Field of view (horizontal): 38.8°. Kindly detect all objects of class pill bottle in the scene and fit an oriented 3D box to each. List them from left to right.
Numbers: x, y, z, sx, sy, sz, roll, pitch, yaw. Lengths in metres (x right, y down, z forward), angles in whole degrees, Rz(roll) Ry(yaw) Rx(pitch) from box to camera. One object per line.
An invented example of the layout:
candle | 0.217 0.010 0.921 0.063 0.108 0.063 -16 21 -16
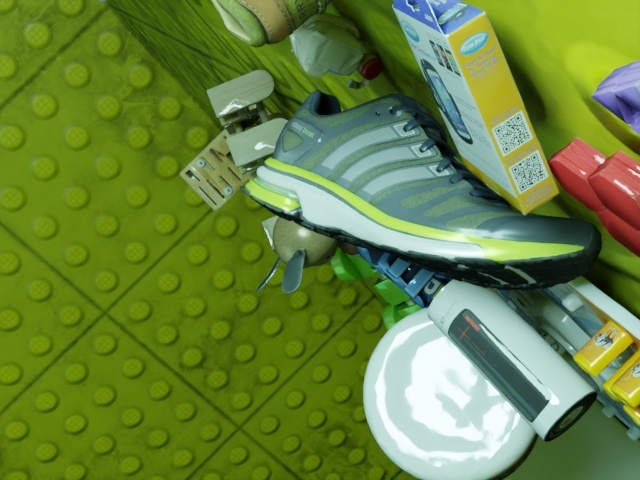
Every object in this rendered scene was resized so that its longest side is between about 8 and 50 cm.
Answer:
pill bottle | 0.143 0.165 0.914 0.162 0.162 0.278 45 179 20

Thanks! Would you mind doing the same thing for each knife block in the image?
knife block | -0.170 -0.139 1.623 0.088 0.276 0.242 46 147 -9

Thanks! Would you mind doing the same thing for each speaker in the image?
speaker | 0.145 0.086 0.702 0.136 0.055 0.055 48 179 29

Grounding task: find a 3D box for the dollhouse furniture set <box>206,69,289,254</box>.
dollhouse furniture set | -0.033 -0.120 1.319 0.212 0.161 0.242 64 -177 -80

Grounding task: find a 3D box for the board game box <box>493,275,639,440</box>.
board game box | 0.238 0.112 0.865 0.390 0.050 0.390 48 179 -39

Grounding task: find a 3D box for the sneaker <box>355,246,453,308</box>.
sneaker | 0.096 0.030 0.917 0.144 0.053 0.059 39 -176 -21

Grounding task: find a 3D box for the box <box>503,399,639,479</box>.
box | 0.271 0.245 1.271 0.345 0.168 0.215 44 177 18

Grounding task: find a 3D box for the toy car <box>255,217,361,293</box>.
toy car | 0.000 0.000 1.131 0.149 0.188 0.155 47 156 -17

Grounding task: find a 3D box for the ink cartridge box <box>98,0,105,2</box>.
ink cartridge box | -0.326 -0.426 1.121 0.172 0.100 0.237 45 176 11

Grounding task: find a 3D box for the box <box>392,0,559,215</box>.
box | 0.085 -0.087 0.514 0.136 0.028 0.081 61 177 -30

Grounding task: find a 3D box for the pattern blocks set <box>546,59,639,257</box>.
pattern blocks set | 0.239 0.043 0.379 0.325 0.026 0.285 46 177 9

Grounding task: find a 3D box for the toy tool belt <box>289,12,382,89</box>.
toy tool belt | 0.008 -0.155 0.716 0.083 0.052 0.051 8 -145 -46

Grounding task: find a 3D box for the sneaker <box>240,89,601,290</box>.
sneaker | 0.071 -0.046 0.689 0.300 0.121 0.111 19 178 34

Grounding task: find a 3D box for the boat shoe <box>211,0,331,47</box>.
boat shoe | -0.104 -0.240 0.535 0.307 0.104 0.111 45 177 17

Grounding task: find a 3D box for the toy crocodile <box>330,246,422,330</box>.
toy crocodile | 0.125 0.054 1.466 0.115 0.105 0.340 -25 115 43
